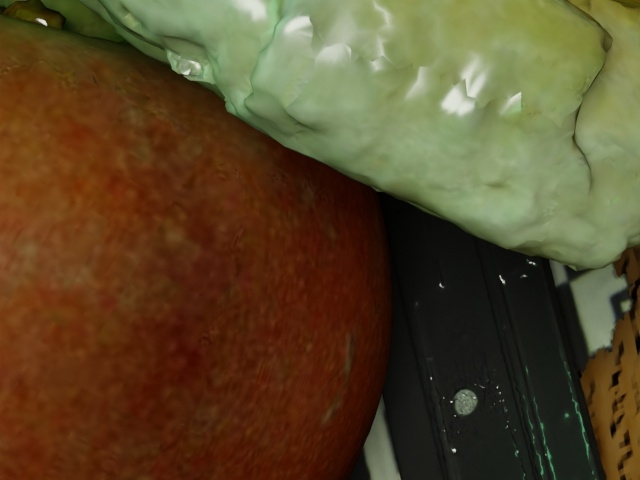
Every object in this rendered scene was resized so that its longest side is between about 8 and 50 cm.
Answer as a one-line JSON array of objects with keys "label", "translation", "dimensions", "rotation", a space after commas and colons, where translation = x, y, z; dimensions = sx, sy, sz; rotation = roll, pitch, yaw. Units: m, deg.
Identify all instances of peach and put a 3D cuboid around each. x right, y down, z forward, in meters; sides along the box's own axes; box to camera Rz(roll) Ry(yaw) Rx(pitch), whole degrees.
[{"label": "peach", "translation": [-0.113, 0.018, 0.496], "dimensions": [0.252, 0.252, 0.252], "rotation": [-26, 51, 36]}]

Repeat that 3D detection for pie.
[{"label": "pie", "translation": [0.008, -0.099, 0.481], "dimensions": [0.071, 0.306, 0.306], "rotation": [-60, 36, 28]}]

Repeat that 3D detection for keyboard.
[{"label": "keyboard", "translation": [0.045, 0.045, 0.508], "dimensions": [0.061, 0.013, 0.204], "rotation": [-27, 61, 30]}]

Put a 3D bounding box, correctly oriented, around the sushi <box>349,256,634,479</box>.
[{"label": "sushi", "translation": [0.000, 0.000, 0.600], "dimensions": [0.193, 0.040, 0.210], "rotation": [-39, 54, 25]}]
